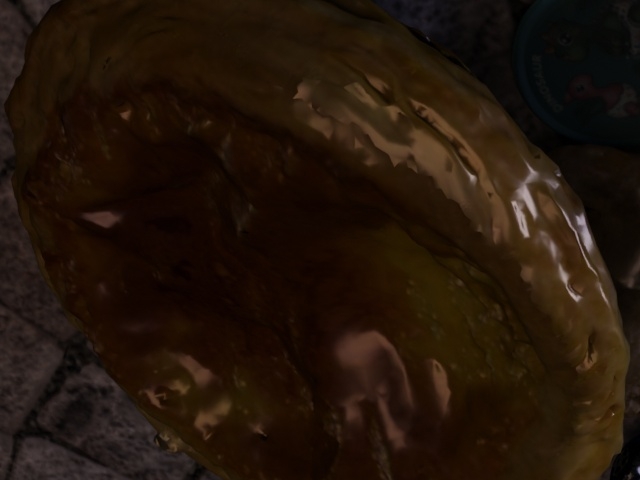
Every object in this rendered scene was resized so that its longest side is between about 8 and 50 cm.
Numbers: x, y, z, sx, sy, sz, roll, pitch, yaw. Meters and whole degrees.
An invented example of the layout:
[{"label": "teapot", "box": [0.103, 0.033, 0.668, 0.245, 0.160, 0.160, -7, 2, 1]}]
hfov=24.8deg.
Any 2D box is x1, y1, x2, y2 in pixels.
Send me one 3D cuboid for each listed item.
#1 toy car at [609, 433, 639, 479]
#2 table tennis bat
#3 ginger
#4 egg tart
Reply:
[{"label": "toy car", "box": [0.285, 0.126, 1.013, 0.103, 0.063, 0.216, 28, 118, -5]}, {"label": "table tennis bat", "box": [0.216, -0.123, 0.901, 0.201, 0.033, 0.124, -14, 120, 27]}, {"label": "ginger", "box": [0.183, 0.035, 0.976, 0.166, 0.080, 0.333, 28, 128, -4]}, {"label": "egg tart", "box": [0.000, 0.000, 0.919, 0.443, 0.178, 0.443, 23, 139, 22]}]
